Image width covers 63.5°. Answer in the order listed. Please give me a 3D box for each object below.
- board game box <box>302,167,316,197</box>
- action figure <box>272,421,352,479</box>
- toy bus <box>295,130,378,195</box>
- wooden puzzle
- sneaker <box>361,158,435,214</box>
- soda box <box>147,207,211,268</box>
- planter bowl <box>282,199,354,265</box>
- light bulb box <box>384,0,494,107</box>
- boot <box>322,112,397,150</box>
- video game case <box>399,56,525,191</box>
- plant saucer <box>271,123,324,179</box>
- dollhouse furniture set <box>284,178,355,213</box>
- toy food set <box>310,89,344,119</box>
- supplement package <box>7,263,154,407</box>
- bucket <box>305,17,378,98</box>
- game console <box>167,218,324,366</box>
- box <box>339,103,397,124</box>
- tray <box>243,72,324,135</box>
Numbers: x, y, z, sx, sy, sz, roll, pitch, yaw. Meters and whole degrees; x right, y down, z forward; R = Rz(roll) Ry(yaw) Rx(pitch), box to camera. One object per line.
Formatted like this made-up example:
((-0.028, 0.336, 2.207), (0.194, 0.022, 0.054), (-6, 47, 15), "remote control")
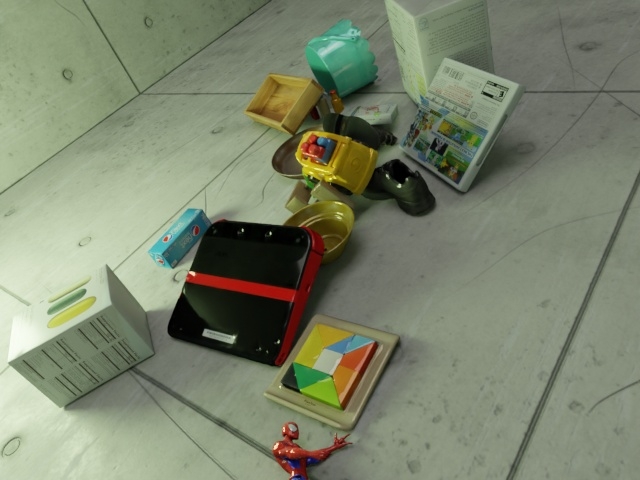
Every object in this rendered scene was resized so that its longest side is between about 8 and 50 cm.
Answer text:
((0.045, -0.204, 1.584), (0.182, 0.092, 0.043), (-18, 36, 8), "board game box")
((-0.002, 0.412, 0.870), (0.139, 0.091, 0.280), (-29, 38, 4), "action figure")
((0.009, -0.232, 1.415), (0.220, 0.212, 0.149), (23, 91, 41), "toy bus")
((0.021, 0.257, 1.081), (0.221, 0.044, 0.238), (10, 48, 37), "wooden puzzle")
((0.193, -0.174, 1.437), (0.109, 0.130, 0.286), (-43, 40, -21), "sneaker")
((-0.442, -0.010, 1.637), (0.071, 0.067, 0.210), (6, 46, 35), "soda box")
((0.000, 0.000, 1.361), (0.217, 0.090, 0.217), (-16, 40, 14), "planter bowl")
((0.387, -0.631, 1.690), (0.226, 0.360, 0.357), (-20, 38, 4), "light bulb box")
((0.157, -0.330, 1.605), (0.229, 0.091, 0.263), (3, 25, -40), "boot")
((0.377, -0.333, 1.451), (0.299, 0.036, 0.329), (-64, 34, 19), "video game case")
((-0.018, -0.299, 1.770), (0.311, 0.050, 0.310), (-15, 38, 12), "plant saucer")
((0.011, -0.131, 1.474), (0.151, 0.144, 0.123), (-42, 19, 45), "dollhouse furniture set")
((-0.002, -0.543, 2.008), (0.111, 0.104, 0.232), (-30, 37, -7), "toy food set")
((-0.602, 0.237, 1.318), (0.263, 0.198, 0.199), (-30, 37, -8), "supplement package")
((0.078, -0.700, 2.030), (0.183, 0.281, 0.281), (-34, 38, -5), "bucket")
((-0.191, 0.112, 1.293), (0.387, 0.060, 0.341), (6, 71, 35), "game console")
((0.164, -0.434, 1.791), (0.187, 0.038, 0.145), (2, 28, 17), "box")
((-0.152, -0.537, 2.012), (0.202, 0.076, 0.411), (-56, 33, 1), "tray")
